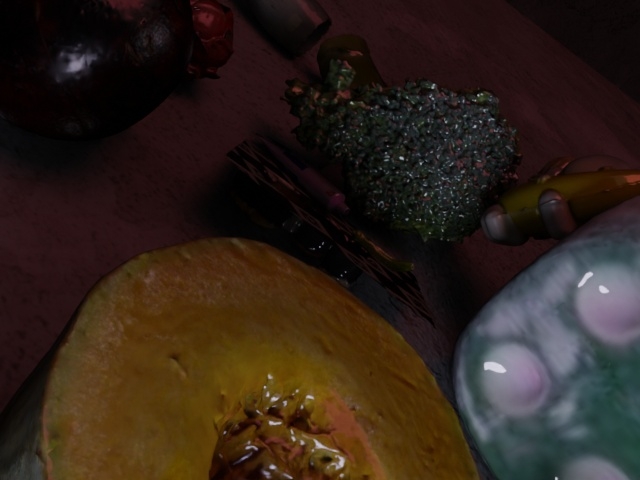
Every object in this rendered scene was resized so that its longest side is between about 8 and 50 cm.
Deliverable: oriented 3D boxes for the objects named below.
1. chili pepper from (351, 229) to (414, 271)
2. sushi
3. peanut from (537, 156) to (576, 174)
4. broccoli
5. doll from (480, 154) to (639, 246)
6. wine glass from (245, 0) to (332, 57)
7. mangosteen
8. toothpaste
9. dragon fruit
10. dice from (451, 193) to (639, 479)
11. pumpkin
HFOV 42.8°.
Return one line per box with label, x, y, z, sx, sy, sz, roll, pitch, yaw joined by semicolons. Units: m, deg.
chili pepper;0.070;0.015;0.941;0.083;0.017;0.030;34;-13;6
sushi;0.000;0.000;0.953;0.290;0.050;0.264;39;9;-7
peanut;0.534;-0.099;1.658;0.298;0.136;0.120;8;7;-45
broccoli;0.133;-0.155;1.205;0.353;0.275;0.397;56;5;-15
doll;0.335;-0.050;1.038;0.252;0.237;0.111;-10;82;-50
wine glass;-0.146;-0.409;1.252;0.309;0.096;0.264;46;27;2
mangosteen;-0.228;-0.185;0.771;0.216;0.216;0.216;31;31;-22
toothpaste;-0.021;-0.084;1.026;0.170;0.028;0.045;43;13;32
dragon fruit;-0.170;-0.261;1.024;0.121;0.130;0.142;-26;72;-23
dice;0.383;0.164;0.927;0.331;0.328;0.348;0;51;-51
pumpkin;-0.061;0.178;0.519;0.332;0.199;0.332;28;41;-27
